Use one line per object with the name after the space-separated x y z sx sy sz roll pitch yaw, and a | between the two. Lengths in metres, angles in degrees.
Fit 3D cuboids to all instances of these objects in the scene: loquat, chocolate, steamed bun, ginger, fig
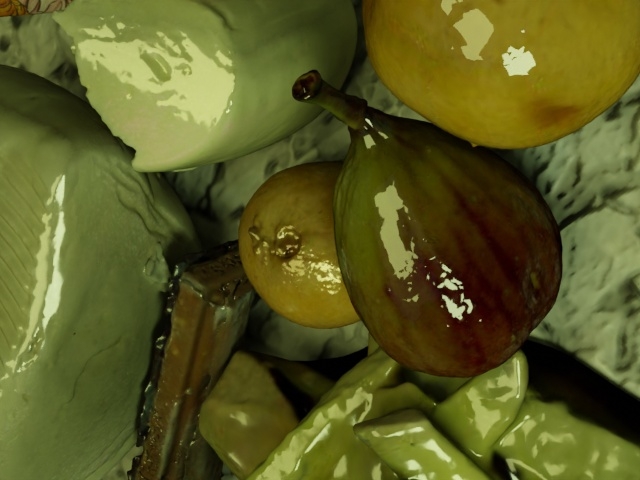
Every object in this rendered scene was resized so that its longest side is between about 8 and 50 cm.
0.000 0.000 1.505 0.141 0.141 0.141 12 111 33 | loquat
-0.108 0.148 1.639 0.065 0.102 0.329 33 128 29 | chocolate
-0.101 -0.140 1.475 0.200 0.225 0.170 28 119 25 | steamed bun
-0.240 0.043 1.639 0.247 0.236 0.384 30 114 36 | steamed bun
0.081 0.253 1.481 0.413 0.211 0.358 7 110 34 | ginger
0.064 -0.026 1.373 0.145 0.170 0.274 7 143 53 | fig
0.131 -0.164 1.319 0.208 0.208 0.208 12 111 33 | loquat

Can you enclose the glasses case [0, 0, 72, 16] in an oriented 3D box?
-0.312 -0.261 1.685 0.321 0.082 0.122 2 107 36 | glasses case
